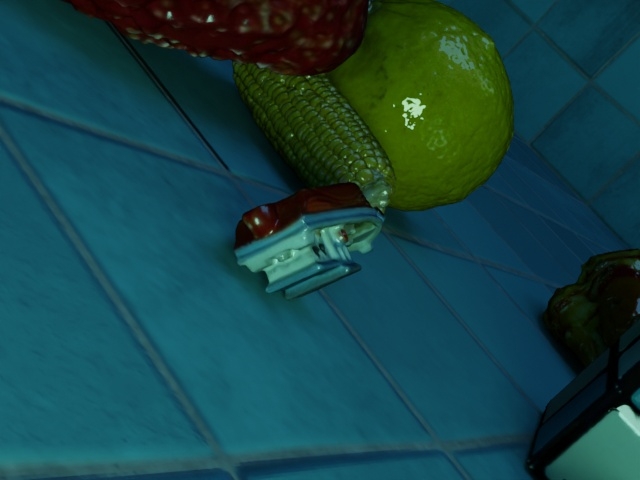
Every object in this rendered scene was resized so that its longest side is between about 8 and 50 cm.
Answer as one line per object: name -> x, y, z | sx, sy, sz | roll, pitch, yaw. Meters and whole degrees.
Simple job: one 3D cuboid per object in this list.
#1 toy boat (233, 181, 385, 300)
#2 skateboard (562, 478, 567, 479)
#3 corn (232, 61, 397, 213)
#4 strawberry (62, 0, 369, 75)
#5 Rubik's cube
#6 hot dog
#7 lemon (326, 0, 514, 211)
toy boat -> 0.000, 0.000, 0.700 | 0.059, 0.069, 0.173 | 66, 19, 4
skateboard -> 0.161, 0.186, 0.649 | 0.080, 0.067, 0.151 | 38, 7, 21
corn -> -0.011, -0.104, 0.925 | 0.080, 0.080, 0.238 | 27, 23, -47
strawberry -> -0.087, -0.283, 0.814 | 0.309, 0.292, 0.292 | 6, 31, -23
Rubik's cube -> 0.282, 0.156, 0.807 | 0.183, 0.167, 0.180 | 44, 16, 5
hot dog -> 0.342, 0.091, 1.200 | 0.153, 0.150, 0.257 | 51, 14, -13
lemon -> 0.088, -0.131, 1.030 | 0.231, 0.192, 0.192 | 59, 4, -35
